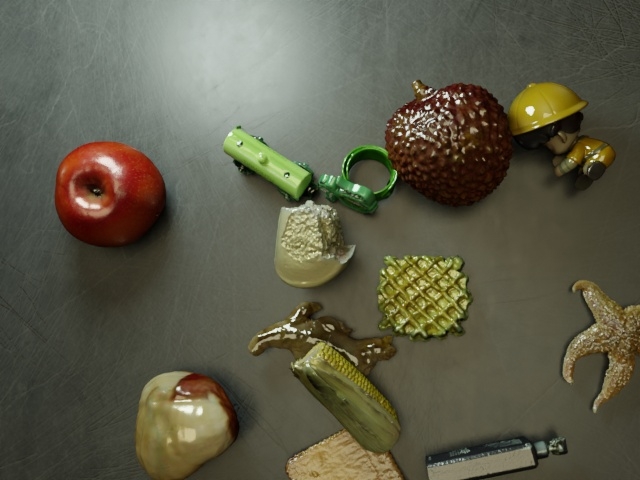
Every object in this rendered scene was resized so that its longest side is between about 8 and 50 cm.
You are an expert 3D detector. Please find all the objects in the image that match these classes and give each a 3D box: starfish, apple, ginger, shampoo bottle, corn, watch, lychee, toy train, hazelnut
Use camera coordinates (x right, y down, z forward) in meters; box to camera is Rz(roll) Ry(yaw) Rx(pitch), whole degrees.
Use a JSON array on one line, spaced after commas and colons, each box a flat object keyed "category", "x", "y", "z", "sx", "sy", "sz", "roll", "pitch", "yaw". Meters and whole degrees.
[{"category": "starfish", "x": 0.687, "y": 0.223, "z": 1.534, "sx": 0.303, "sy": 0.060, "sz": 0.299, "roll": -9, "pitch": 81, "yaw": 6}, {"category": "apple", "x": -0.505, "y": -0.110, "z": 1.650, "sx": 0.261, "sy": 0.216, "sz": 0.260, "roll": 0, "pitch": 87, "yaw": 5}, {"category": "ginger", "x": 0.010, "y": 0.240, "z": 1.616, "sx": 0.333, "sy": 0.080, "sz": 0.166, "roll": 17, "pitch": 74, "yaw": 10}, {"category": "shampoo bottle", "x": 0.391, "y": 0.488, "z": 1.527, "sx": 0.310, "sy": 0.098, "sz": 0.071, "roll": -13, "pitch": 78, "yaw": 6}, {"category": "corn", "x": 0.057, "y": 0.350, "z": 1.524, "sx": 0.122, "sy": 0.123, "sz": 0.305, "roll": -37, "pitch": 106, "yaw": 24}, {"category": "watch", "x": 0.095, "y": -0.155, "z": 1.623, "sx": 0.165, "sy": 0.131, "sz": 0.152, "roll": 26, "pitch": 78, "yaw": 10}, {"category": "lychee", "x": 0.283, "y": -0.219, "z": 1.524, "sx": 0.276, "sy": 0.276, "sz": 0.304, "roll": -31, "pitch": 99, "yaw": 4}, {"category": "toy train", "x": -0.122, "y": -0.182, "z": 1.632, "sx": 0.253, "sy": 0.157, "sz": 0.105, "roll": 33, "pitch": 90, "yaw": 10}, {"category": "hazelnut", "x": -0.306, "y": 0.434, "z": 1.579, "sx": 0.261, "sy": 0.241, "sz": 0.261, "roll": -13, "pitch": 57, "yaw": 21}]

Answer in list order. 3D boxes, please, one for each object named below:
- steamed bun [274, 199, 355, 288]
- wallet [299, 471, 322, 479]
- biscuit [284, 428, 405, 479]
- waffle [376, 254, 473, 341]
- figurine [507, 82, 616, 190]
[{"category": "steamed bun", "x": 0.000, "y": 0.000, "z": 1.571, "sx": 0.171, "sy": 0.225, "sz": 0.199, "roll": 5, "pitch": 103, "yaw": 11}, {"category": "wallet", "x": -0.011, "y": 0.654, "z": 1.596, "sx": 0.161, "sy": 0.042, "sz": 0.195, "roll": 23, "pitch": 89, "yaw": 12}, {"category": "biscuit", "x": 0.067, "y": 0.558, "z": 1.574, "sx": 0.237, "sy": 0.013, "sz": 0.232, "roll": -27, "pitch": 69, "yaw": -7}, {"category": "waffle", "x": 0.242, "y": 0.136, "z": 1.603, "sx": 0.224, "sy": 0.054, "sz": 0.203, "roll": 1, "pitch": 73, "yaw": 8}, {"category": "figurine", "x": 0.541, "y": -0.243, "z": 1.539, "sx": 0.257, "sy": 0.192, "sz": 0.167, "roll": 39, "pitch": 102, "yaw": 4}]
